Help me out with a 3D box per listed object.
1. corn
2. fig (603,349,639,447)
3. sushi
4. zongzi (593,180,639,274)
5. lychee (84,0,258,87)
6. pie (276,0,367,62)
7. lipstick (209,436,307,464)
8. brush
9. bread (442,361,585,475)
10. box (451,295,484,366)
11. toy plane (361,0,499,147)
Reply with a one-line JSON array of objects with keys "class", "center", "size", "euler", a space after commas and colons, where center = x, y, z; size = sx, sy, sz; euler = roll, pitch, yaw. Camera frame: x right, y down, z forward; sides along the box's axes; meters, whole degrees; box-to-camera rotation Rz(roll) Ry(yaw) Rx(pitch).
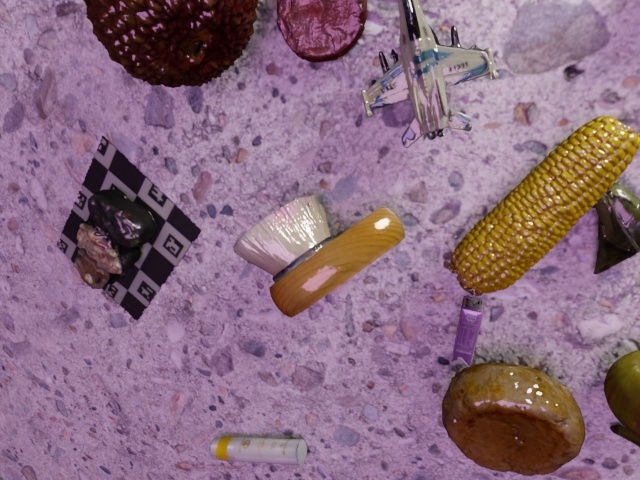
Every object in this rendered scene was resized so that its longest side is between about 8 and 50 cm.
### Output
[{"class": "corn", "center": [0.314, -0.037, 0.596], "size": [0.106, 0.106, 0.305], "euler": [39, 116, 2]}, {"class": "fig", "center": [0.510, 0.260, 0.620], "size": [0.148, 0.142, 0.186], "euler": [2, 101, 49]}, {"class": "sushi", "center": [-0.485, 0.011, 0.922], "size": [0.296, 0.100, 0.373], "euler": [43, 119, 0]}, {"class": "zongzi", "center": [0.415, -0.016, 0.598], "size": [0.109, 0.055, 0.119], "euler": [43, 130, 3]}, {"class": "lychee", "center": [-0.219, -0.374, 0.594], "size": [0.271, 0.271, 0.271], "euler": [8, 114, 18]}, {"class": "pie", "center": [0.003, -0.351, 0.623], "size": [0.154, 0.036, 0.154], "euler": [8, 114, 18]}, {"class": "lipstick", "center": [-0.160, 0.530, 1.037], "size": [0.264, 0.059, 0.059], "euler": [-10, 107, 24]}, {"class": "brush", "center": [0.000, 0.000, 0.704], "size": [0.267, 0.174, 0.166], "euler": [-34, 87, 21]}, {"class": "bread", "center": [0.326, 0.302, 0.716], "size": [0.230, 0.123, 0.230], "euler": [11, 127, 15]}, {"class": "box", "center": [0.261, 0.162, 0.728], "size": [0.036, 0.050, 0.117], "euler": [12, 113, 19]}, {"class": "toy plane", "center": [0.140, -0.273, 0.583], "size": [0.192, 0.088, 0.262], "euler": [-11, 97, 19]}]
